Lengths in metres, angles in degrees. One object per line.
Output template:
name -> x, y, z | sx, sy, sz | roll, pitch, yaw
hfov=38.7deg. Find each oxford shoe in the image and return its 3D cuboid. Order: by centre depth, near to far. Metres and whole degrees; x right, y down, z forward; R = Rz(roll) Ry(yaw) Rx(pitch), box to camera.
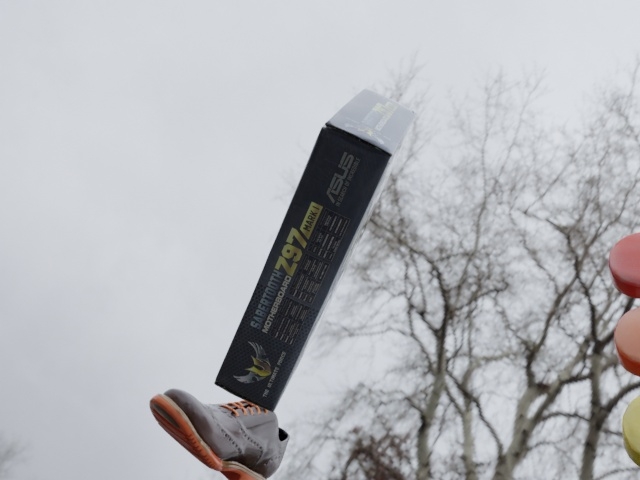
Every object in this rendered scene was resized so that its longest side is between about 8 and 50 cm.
oxford shoe -> -0.113, 0.217, 1.076 | 0.097, 0.098, 0.271 | 33, -14, 29

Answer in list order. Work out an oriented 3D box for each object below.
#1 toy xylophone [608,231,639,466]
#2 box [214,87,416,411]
toy xylophone -> 0.238, 0.096, 0.368 | 0.236, 0.323, 0.081 | -2, -48, 22
box -> 0.000, 0.000, 0.752 | 0.059, 0.183, 0.233 | 24, -69, 3
